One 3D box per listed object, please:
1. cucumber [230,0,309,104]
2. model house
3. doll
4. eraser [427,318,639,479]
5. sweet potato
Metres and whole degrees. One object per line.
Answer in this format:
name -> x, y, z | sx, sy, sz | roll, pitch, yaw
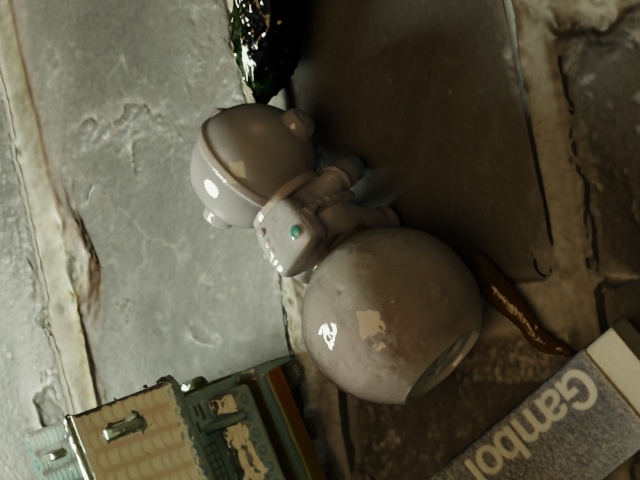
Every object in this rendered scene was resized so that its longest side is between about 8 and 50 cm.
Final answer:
cucumber -> -0.037, -0.252, 1.512 | 0.072, 0.072, 0.300 | 7, 105, 26
model house -> -0.106, 0.219, 1.555 | 0.198, 0.215, 0.224 | -21, 90, 27
doll -> 0.000, 0.000, 1.502 | 0.287, 0.151, 0.151 | 47, 117, 15
eraser -> 0.188, 0.160, 1.486 | 0.212, 0.046, 0.092 | -44, 79, 26
sweet potato -> 0.154, 0.055, 1.496 | 0.115, 0.026, 0.026 | 50, 117, 9
